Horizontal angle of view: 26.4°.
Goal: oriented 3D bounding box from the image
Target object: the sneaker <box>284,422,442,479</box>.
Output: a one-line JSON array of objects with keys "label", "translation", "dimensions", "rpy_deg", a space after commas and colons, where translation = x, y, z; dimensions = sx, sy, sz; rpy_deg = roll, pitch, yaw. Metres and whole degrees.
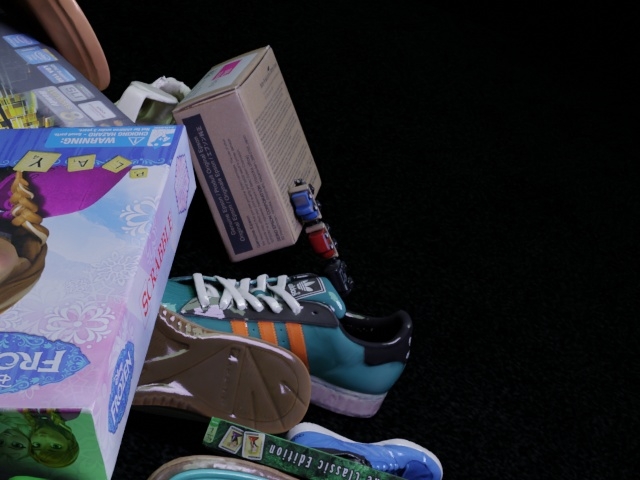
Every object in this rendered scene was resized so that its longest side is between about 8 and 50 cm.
[{"label": "sneaker", "translation": [0.043, 0.213, 1.228], "dimensions": [0.152, 0.058, 0.084], "rpy_deg": [18, 18, -14]}]

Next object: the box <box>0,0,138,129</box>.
[{"label": "box", "translation": [-0.393, -0.121, 1.298], "dimensions": [0.318, 0.097, 0.395], "rpy_deg": [-17, 46, -39]}]

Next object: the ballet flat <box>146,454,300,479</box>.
[{"label": "ballet flat", "translation": [0.006, 0.246, 1.071], "dimensions": [0.342, 0.116, 0.124], "rpy_deg": [21, 2, -18]}]

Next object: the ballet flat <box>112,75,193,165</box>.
[{"label": "ballet flat", "translation": [-0.241, -0.106, 1.504], "dimensions": [0.147, 0.147, 0.409], "rpy_deg": [30, 22, 5]}]

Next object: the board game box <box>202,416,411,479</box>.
[{"label": "board game box", "translation": [0.042, 0.205, 1.097], "dimensions": [0.259, 0.030, 0.136], "rpy_deg": [15, -15, 17]}]

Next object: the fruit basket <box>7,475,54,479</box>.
[{"label": "fruit basket", "translation": [-0.017, 0.306, 0.721], "dimensions": [0.392, 0.283, 0.392], "rpy_deg": [19, 6, -2]}]

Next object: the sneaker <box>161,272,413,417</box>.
[{"label": "sneaker", "translation": [-0.049, 0.074, 1.344], "dimensions": [0.302, 0.121, 0.108], "rpy_deg": [19, 23, -23]}]

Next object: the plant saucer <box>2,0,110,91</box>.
[{"label": "plant saucer", "translation": [-0.294, -0.233, 1.424], "dimensions": [0.037, 0.200, 0.200], "rpy_deg": [-38, 58, -18]}]

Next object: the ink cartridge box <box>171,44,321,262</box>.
[{"label": "ink cartridge box", "translation": [-0.082, -0.108, 1.622], "dimensions": [0.235, 0.088, 0.193], "rpy_deg": [-67, 138, -69]}]

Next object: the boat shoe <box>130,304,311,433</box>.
[{"label": "boat shoe", "translation": [-0.159, 0.101, 1.205], "dimensions": [0.302, 0.109, 0.098], "rpy_deg": [20, -16, -19]}]

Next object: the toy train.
[{"label": "toy train", "translation": [0.000, 0.000, 1.579], "dimensions": [0.036, 0.027, 0.158], "rpy_deg": [-65, 137, -56]}]

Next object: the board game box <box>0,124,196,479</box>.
[{"label": "board game box", "translation": [-0.269, 0.030, 0.944], "dimensions": [0.318, 0.066, 0.318], "rpy_deg": [-1, 36, 6]}]
